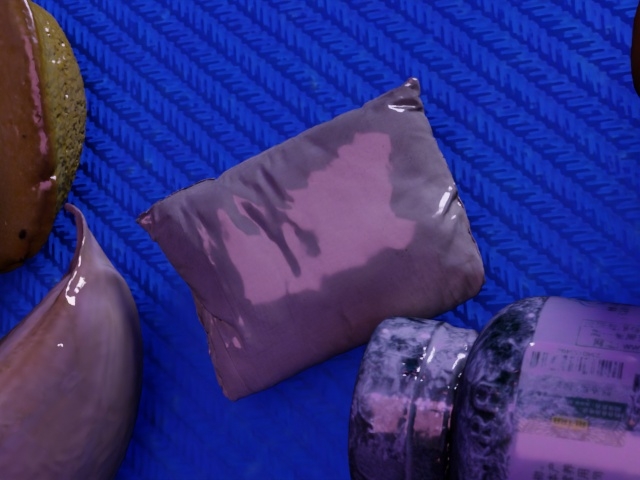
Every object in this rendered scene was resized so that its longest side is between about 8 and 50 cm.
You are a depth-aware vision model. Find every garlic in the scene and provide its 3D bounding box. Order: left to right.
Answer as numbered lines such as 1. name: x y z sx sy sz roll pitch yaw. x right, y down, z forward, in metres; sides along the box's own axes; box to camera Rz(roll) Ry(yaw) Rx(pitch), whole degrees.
1. garlic: -0.197 0.109 0.707 0.245 0.145 0.164 -42 57 12

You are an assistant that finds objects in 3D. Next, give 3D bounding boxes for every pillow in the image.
1. pillow: 0.000 0.000 0.683 0.181 0.078 0.134 -25 79 11

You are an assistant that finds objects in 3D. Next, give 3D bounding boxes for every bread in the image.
1. bread: -0.213 -0.073 0.777 0.149 0.065 0.187 -5 94 33

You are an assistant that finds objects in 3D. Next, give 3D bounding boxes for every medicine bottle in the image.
1. medicine bottle: 0.165 0.103 0.578 0.293 0.141 0.141 5 85 19

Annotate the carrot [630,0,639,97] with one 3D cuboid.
1. carrot: 0.256 -0.112 0.547 0.214 0.193 0.331 27 87 -1
